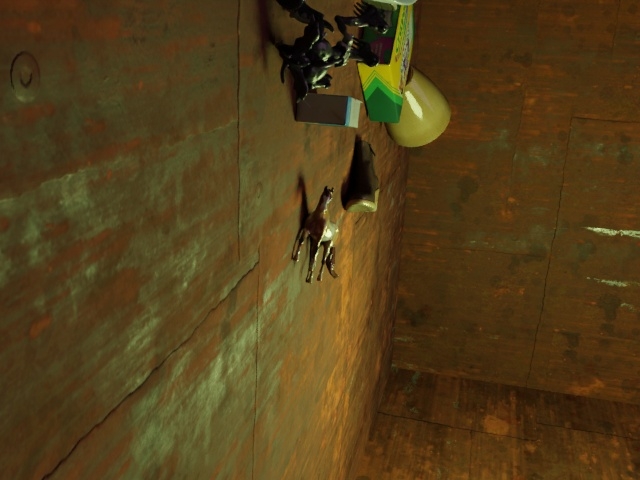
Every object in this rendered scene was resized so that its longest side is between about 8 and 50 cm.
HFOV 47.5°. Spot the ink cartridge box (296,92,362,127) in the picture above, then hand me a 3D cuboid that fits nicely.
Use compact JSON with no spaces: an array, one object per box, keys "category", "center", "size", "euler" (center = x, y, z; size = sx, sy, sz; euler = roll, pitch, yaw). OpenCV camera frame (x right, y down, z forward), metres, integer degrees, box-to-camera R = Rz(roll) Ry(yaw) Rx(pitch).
[{"category":"ink cartridge box","center":[0.023,-0.271,1.523],"size":[0.181,0.104,0.062],"euler":[-29,125,-75]}]

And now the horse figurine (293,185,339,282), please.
[{"category":"horse figurine","center":[0.000,0.000,1.665],"size":[0.263,0.066,0.175],"euler":[60,44,-66]}]

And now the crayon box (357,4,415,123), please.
[{"category":"crayon box","center":[0.207,-0.591,2.190],"size":[0.313,0.106,0.363],"euler":[67,32,-67]}]

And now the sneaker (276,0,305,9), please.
[{"category":"sneaker","center":[-0.039,-0.487,1.183],"size":[0.081,0.080,0.211],"euler":[-51,147,-62]}]

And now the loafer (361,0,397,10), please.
[{"category":"loafer","center":[0.154,-0.678,1.917],"size":[0.268,0.101,0.092],"euler":[-4,107,-77]}]

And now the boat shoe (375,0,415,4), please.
[{"category":"boat shoe","center":[0.038,-0.542,1.407],"size":[0.367,0.156,0.136],"euler":[-7,110,-48]}]

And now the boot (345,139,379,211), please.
[{"category":"boot","center":[0.116,-0.188,2.117],"size":[0.248,0.090,0.207],"euler":[-5,90,-76]}]

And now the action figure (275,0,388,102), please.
[{"category":"action figure","center":[-0.004,-0.349,1.307],"size":[0.275,0.141,0.164],"euler":[-28,137,-43]}]

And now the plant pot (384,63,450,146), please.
[{"category":"plant pot","center":[0.294,-0.483,2.447],"size":[0.254,0.237,0.237],"euler":[47,49,-56]}]
